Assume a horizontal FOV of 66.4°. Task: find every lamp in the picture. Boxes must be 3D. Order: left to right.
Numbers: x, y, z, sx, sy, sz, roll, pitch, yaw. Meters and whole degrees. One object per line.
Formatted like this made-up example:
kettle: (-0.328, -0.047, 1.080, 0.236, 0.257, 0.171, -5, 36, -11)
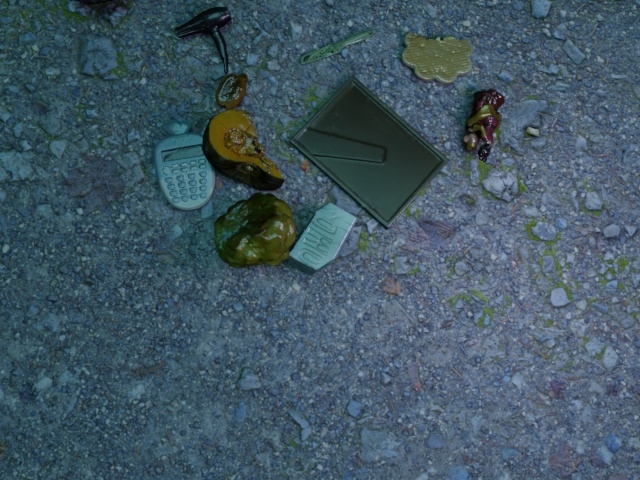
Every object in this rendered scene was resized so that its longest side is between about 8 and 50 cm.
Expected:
lamp: (0.539, -0.379, 1.638, 0.118, 0.118, 0.253, 15, 84, -1)

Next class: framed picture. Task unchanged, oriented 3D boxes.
framed picture: (0.164, -0.300, 1.642, 0.446, 0.028, 0.326, 43, 82, 3)

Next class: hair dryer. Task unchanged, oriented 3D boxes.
hair dryer: (-0.369, -0.663, 1.652, 0.195, 0.075, 0.219, -21, 91, 4)

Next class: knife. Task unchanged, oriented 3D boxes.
knife: (0.063, -0.670, 1.694, 0.293, 0.020, 0.043, -23, 85, -6)

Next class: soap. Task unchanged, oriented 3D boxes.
soap: (0.000, 0.000, 1.557, 0.145, 0.091, 0.231, 29, 80, 1)

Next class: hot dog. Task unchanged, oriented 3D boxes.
hot dog: (-0.294, -0.504, 1.631, 0.089, 0.060, 0.140, 21, 88, -4)

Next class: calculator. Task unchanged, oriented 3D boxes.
calculator: (-0.441, -0.247, 1.590, 0.188, 0.042, 0.303, -10, 83, -4)

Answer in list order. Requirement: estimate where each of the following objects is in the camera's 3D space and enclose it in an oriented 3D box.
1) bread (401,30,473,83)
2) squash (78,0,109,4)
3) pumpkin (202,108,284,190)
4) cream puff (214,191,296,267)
bread: (0.402, -0.630, 1.698, 0.250, 0.039, 0.182, 6, 82, -3)
squash: (-0.735, -0.864, 1.589, 0.218, 0.218, 0.173, -5, 117, -4)
pumpkin: (-0.234, -0.292, 1.555, 0.280, 0.139, 0.190, 22, 67, -15)
cream puff: (-0.191, -0.008, 1.492, 0.281, 0.185, 0.282, -17, 45, 17)
